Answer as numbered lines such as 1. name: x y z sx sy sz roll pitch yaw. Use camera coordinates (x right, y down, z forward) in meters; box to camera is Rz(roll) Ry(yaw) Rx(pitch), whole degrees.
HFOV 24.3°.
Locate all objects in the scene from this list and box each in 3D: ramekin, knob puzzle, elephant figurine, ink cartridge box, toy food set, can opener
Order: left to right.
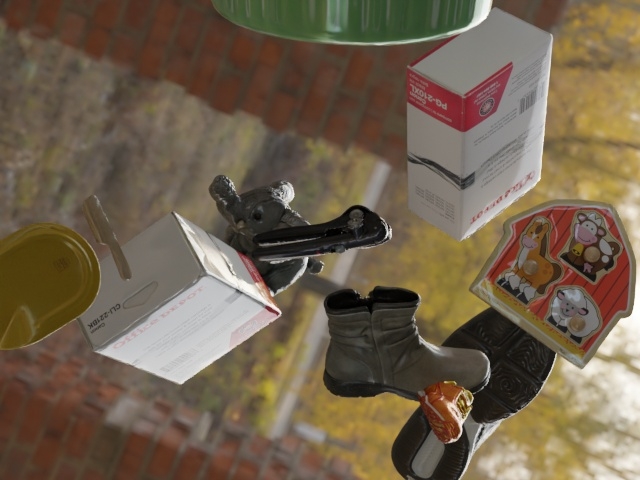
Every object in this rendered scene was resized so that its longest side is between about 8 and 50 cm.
1. toy food set: -0.341 0.051 1.801 0.218 0.128 0.071 -31 177 -29
2. ink cartridge box: -0.207 0.088 2.115 0.197 0.114 0.273 -35 156 9
3. elephant figurine: -0.086 -0.022 2.435 0.186 0.169 0.239 -48 161 -44
4. can opener: 0.000 0.000 1.942 0.059 0.186 0.073 -95 173 -48
5. ramekin: 0.031 -0.288 1.403 0.303 0.303 0.148 -59 154 -64
6. ink cartridge box: 0.198 -0.144 1.878 0.172 0.100 0.237 -36 142 -30
7. knob puzzle: 0.305 0.031 1.813 0.030 0.213 0.213 121 -8 -77

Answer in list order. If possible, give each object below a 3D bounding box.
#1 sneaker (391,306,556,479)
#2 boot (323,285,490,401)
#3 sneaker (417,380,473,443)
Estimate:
1. sneaker: 0.282 0.205 2.484 0.257 0.169 0.447 -47 171 -50
2. boot: 0.123 0.138 2.033 0.083 0.246 0.161 -101 -166 -52
3. sneaker: 0.164 0.212 1.914 0.175 0.067 0.064 -101 168 -79
